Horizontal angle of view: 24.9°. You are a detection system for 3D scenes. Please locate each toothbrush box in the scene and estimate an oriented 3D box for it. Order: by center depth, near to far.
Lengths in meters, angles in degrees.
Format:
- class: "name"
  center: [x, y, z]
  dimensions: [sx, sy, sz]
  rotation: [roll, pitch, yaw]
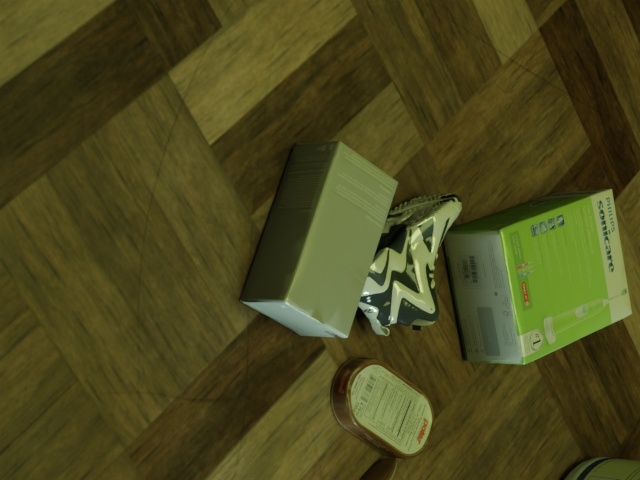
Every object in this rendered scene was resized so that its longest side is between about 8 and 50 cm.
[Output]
- class: "toothbrush box"
  center: [0.335, 0.051, 2.204]
  dimensions: [0.283, 0.122, 0.206]
  rotation: [-19, 101, -40]

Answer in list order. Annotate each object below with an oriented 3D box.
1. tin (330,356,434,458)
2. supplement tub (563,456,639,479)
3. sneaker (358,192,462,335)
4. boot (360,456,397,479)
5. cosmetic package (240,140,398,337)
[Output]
- class: "tin"
  center: [0.090, 0.238, 2.035]
  dimensions: [0.190, 0.040, 0.106]
  rotation: [38, 69, -35]
- class: "supplement tub"
  center: [0.545, 0.465, 2.246]
  dimensions: [0.235, 0.325, 0.235]
  rotation: [2, 87, -42]
- class: "sneaker"
  center: [0.133, 0.044, 2.043]
  dimensions: [0.235, 0.094, 0.153]
  rotation: [-43, 122, -40]
- class: "boot"
  center: [0.082, 0.373, 2.024]
  dimensions: [0.118, 0.042, 0.087]
  rotation: [-44, 123, -33]
- class: "cosmetic package"
  center: [0.000, 0.000, 1.916]
  dimensions: [0.127, 0.107, 0.238]
  rotation: [35, 69, -36]
